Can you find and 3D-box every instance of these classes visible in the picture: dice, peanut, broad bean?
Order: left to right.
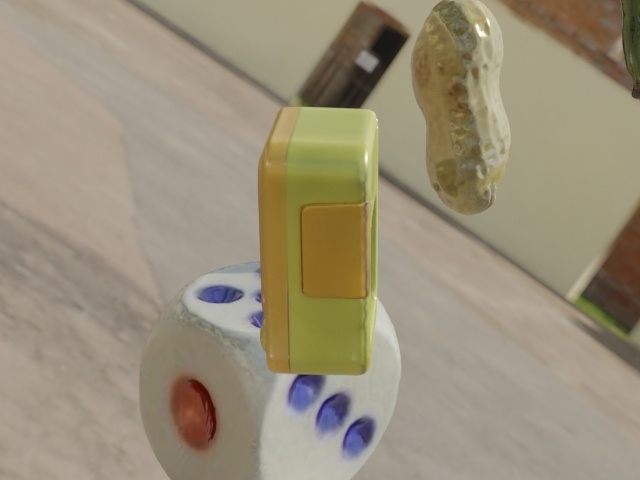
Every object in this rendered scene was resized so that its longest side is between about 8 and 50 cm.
[{"bbox_3d":[-0.065,0.180,1.828,0.251,0.259,0.243,-18,31,-40],"label":"dice"},{"bbox_3d":[0.186,-0.176,1.907,0.130,0.290,0.130,-7,9,1],"label":"peanut"},{"bbox_3d":[0.352,-0.301,1.593,0.043,0.297,0.060,4,10,31],"label":"broad bean"}]

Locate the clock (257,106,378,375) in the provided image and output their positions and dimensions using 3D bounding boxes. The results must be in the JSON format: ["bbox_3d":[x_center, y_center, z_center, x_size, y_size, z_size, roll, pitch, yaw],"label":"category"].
[{"bbox_3d":[0.000,0.000,1.187,0.096,0.202,0.143,3,22,7],"label":"clock"}]
